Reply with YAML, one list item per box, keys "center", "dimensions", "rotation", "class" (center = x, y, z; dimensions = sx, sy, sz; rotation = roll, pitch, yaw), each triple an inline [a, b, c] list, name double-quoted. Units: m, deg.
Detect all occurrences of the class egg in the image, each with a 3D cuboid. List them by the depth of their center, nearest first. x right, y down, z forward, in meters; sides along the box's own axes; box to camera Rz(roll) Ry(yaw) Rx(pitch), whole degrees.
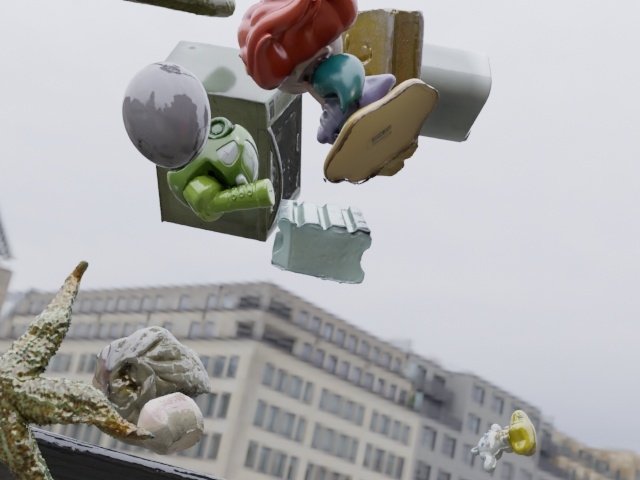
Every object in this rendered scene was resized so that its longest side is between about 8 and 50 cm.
- center: [-0.254, -0.207, 1.818]
  dimensions: [0.146, 0.199, 0.146]
  rotation: [-14, -31, -8]
  class: "egg"

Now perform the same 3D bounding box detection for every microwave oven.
- center: [-0.212, -0.239, 2.600]
  dimensions: [0.333, 0.247, 0.394]
  rotation: [12, -50, 12]
  class: "microwave oven"

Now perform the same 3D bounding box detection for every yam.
- center: [-0.316, -0.532, 2.370]
  dimensions: [0.083, 0.083, 0.371]
  rotation: [-1, 4, 33]
  class: "yam"

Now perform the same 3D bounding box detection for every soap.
- center: [0.089, -0.229, 1.722]
  dimensions: [0.080, 0.258, 0.160]
  rotation: [-1, 7, -28]
  class: "soap"
- center: [0.000, 0.000, 1.759]
  dimensions: [0.150, 0.094, 0.261]
  rotation: [7, 9, -1]
  class: "soap"

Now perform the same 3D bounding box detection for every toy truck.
- center: [-0.198, -0.117, 2.138]
  dimensions: [0.187, 0.211, 0.148]
  rotation: [-22, -34, 0]
  class: "toy truck"

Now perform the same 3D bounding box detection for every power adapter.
- center: [0.189, -0.302, 2.180]
  dimensions: [0.255, 0.124, 0.187]
  rotation: [8, -38, -13]
  class: "power adapter"

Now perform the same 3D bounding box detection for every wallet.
- center: [-0.352, 0.382, 1.684]
  dimensions: [0.406, 0.062, 0.228]
  rotation: [17, -47, -10]
  class: "wallet"

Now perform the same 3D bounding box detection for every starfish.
- center: [-0.394, 0.211, 1.359]
  dimensions: [0.357, 0.347, 0.078]
  rotation: [-34, -24, 5]
  class: "starfish"

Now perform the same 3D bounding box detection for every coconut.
- center: [-0.276, 0.335, 1.974]
  dimensions: [0.124, 0.110, 0.110]
  rotation: [-18, -2, -31]
  class: "coconut"

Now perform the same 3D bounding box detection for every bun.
- center: [-0.402, 0.326, 2.469]
  dimensions: [0.281, 0.282, 0.205]
  rotation: [3, -20, 24]
  class: "bun"

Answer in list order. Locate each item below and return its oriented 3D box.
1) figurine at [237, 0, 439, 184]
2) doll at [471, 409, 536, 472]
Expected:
- center: [0.000, -0.217, 1.317]
  dimensions: [0.257, 0.181, 0.208]
  rotation: [48, 26, 22]
  class: "figurine"
- center: [0.308, 0.339, 1.846]
  dimensions: [0.113, 0.072, 0.135]
  rotation: [-29, 10, -2]
  class: "doll"
